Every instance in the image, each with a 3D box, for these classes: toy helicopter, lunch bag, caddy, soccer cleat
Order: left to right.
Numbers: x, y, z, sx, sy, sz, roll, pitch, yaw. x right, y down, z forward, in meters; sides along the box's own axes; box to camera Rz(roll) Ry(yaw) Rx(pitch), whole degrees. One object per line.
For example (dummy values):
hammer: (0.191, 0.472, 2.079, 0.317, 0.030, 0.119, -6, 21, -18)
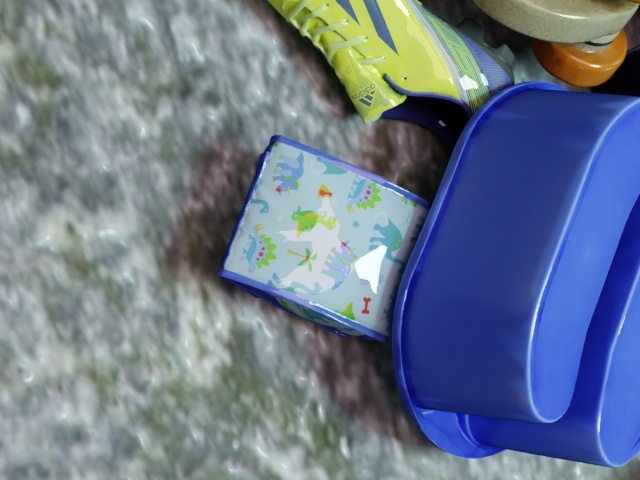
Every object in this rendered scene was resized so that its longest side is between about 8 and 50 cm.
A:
lunch bag: (0.000, 0.000, 0.881, 0.151, 0.096, 0.129, 26, 77, -26)
soccer cleat: (0.039, -0.171, 0.911, 0.289, 0.093, 0.121, 29, 79, -16)
toy helicopter: (0.194, -0.322, 0.948, 0.234, 0.140, 0.355, 17, 58, -6)
caddy: (0.192, 0.028, 0.906, 0.241, 0.179, 0.341, 35, 72, -39)

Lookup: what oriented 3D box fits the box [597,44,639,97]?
box: (0.463, -0.084, 1.006, 0.294, 0.182, 0.296, -20, 93, -21)
